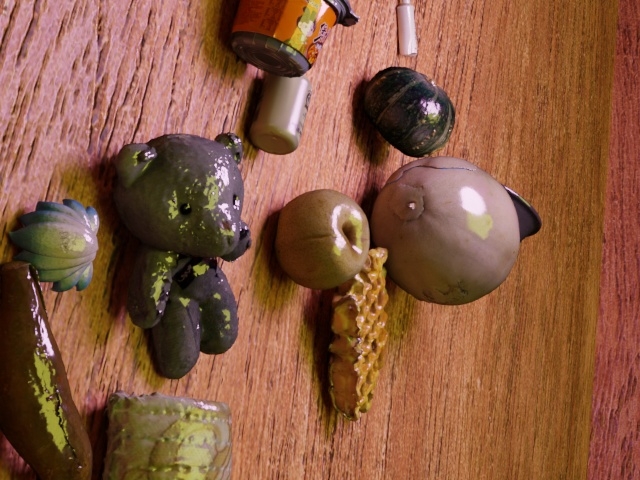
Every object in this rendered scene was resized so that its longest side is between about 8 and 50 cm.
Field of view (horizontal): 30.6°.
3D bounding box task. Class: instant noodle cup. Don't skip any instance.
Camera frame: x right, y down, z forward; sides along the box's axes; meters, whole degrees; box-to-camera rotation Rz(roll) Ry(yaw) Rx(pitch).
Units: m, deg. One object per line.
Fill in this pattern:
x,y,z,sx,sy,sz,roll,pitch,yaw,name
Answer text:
-0.058,-0.322,1.746,0.177,0.208,0.125,106,5,-78,instant noodle cup

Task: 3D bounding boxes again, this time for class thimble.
-0.195,0.266,1.463,0.190,0.137,0.143,21,69,-49,thimble

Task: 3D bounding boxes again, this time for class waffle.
0.064,0.152,2.015,0.283,0.065,0.309,54,43,-67,waffle

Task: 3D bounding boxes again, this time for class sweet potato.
-0.319,0.165,1.300,0.112,0.085,0.285,-129,-157,-84,sweet potato

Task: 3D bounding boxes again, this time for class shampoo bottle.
-0.056,-0.217,1.821,0.079,0.079,0.162,51,45,-50,shampoo bottle
0.172,-0.438,2.333,0.049,0.034,0.141,-8,94,-57,shampoo bottle

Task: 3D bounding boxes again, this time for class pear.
0.000,0.000,1.860,0.167,0.137,0.167,11,77,-59,pear

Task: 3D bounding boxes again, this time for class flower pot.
0.325,-0.023,2.449,0.148,0.235,0.235,-58,142,-16,flower pot

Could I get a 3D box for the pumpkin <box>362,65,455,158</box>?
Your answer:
0.165,-0.238,2.165,0.146,0.190,0.190,-57,168,28,pumpkin

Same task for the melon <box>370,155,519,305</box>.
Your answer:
0.228,-0.016,2.161,0.330,0.269,0.268,41,53,-58,melon

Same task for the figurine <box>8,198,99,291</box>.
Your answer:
-0.307,0.003,1.340,0.114,0.079,0.114,-2,94,-26,figurine

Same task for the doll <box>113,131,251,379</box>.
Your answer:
-0.155,0.019,1.529,0.246,0.158,0.340,-27,116,-48,doll
